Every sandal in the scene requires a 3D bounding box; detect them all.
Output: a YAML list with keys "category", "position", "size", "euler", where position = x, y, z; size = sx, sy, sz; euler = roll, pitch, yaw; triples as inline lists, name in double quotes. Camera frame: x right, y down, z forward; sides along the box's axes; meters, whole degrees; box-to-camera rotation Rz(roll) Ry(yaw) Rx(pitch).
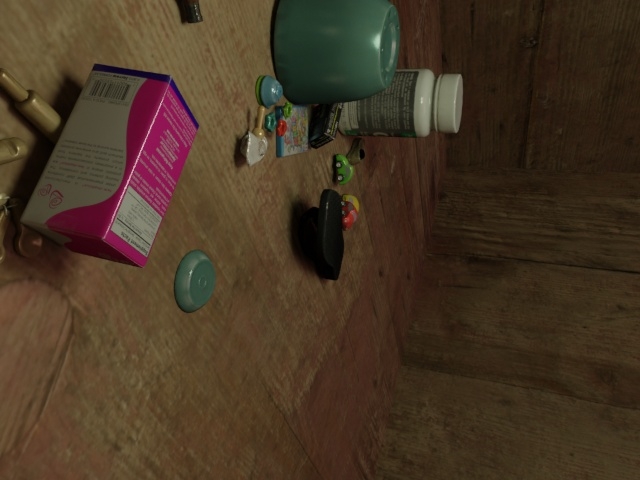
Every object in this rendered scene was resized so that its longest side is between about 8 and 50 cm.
- category: "sandal"
  position: [0.000, 0.003, 1.469]
  size: [0.446, 0.106, 0.168]
  euler: [81, 21, -65]

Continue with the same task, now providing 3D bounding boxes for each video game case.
- category: "video game case"
  position: [-0.069, -0.277, 1.303]
  size: [0.166, 0.015, 0.119]
  euler: [-33, 126, -64]

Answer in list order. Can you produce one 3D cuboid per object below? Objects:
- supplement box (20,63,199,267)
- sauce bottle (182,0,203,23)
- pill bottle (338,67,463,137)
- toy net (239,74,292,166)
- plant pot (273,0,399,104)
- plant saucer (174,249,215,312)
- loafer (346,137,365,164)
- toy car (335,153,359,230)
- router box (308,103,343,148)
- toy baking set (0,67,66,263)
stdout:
- category: "supplement box"
  position: [-0.254, -0.092, 0.653]
  size: [0.114, 0.111, 0.220]
  euler: [74, 31, -67]
- category: "sauce bottle"
  position: [-0.217, -0.420, 0.838]
  size: [0.042, 0.042, 0.128]
  euler: [-54, 146, -53]
- category: "pill bottle"
  position: [0.241, -0.419, 1.591]
  size: [0.204, 0.360, 0.205]
  euler: [6, 90, -69]
- category: "toy net"
  position: [-0.126, -0.245, 1.128]
  size: [0.122, 0.045, 0.232]
  euler: [68, 36, -55]
- category: "plant pot"
  position: [0.057, -0.467, 1.247]
  size: [0.293, 0.234, 0.293]
  euler: [10, 90, -71]
- category: "plant saucer"
  position: [-0.228, 0.077, 0.970]
  size: [0.119, 0.021, 0.120]
  euler: [7, 90, -69]
- category: "loafer"
  position: [0.131, -0.300, 1.771]
  size: [0.056, 0.050, 0.148]
  euler: [76, 28, -42]
- category: "toy car"
  position: [0.086, -0.162, 1.632]
  size: [0.239, 0.053, 0.225]
  euler: [-67, 150, -75]
- category: "router box"
  position: [0.011, -0.316, 1.392]
  size: [0.038, 0.092, 0.123]
  euler: [23, 69, -30]
- category: "toy baking set"
  position: [-0.355, -0.084, 0.579]
  size: [0.256, 0.030, 0.197]
  euler: [67, 35, -52]
